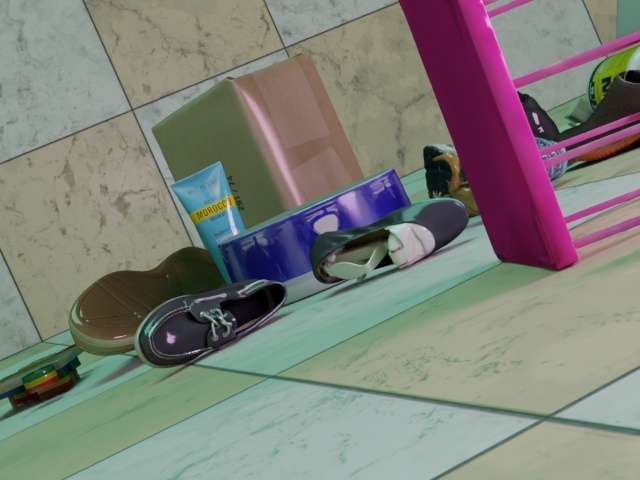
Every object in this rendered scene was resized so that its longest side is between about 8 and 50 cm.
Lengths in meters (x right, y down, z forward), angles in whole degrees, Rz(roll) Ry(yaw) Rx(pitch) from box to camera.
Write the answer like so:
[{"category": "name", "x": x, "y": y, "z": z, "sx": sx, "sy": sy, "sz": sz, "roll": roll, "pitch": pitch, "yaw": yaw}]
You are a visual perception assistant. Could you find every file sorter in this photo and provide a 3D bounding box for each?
[{"category": "file sorter", "x": 0.203, "y": -0.147, "z": 1.041, "sx": 0.182, "sy": 0.290, "sz": 0.202, "roll": -21, "pitch": 3, "yaw": -4}]

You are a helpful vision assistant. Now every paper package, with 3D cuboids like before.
[{"category": "paper package", "x": -0.091, "y": -0.101, "z": 2.021, "sx": 0.168, "sy": 0.324, "sz": 0.309, "roll": -26, "pitch": 3, "yaw": -35}]

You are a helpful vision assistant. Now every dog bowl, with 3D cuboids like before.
[{"category": "dog bowl", "x": 0.000, "y": 0.000, "z": 1.667, "sx": 0.265, "sy": 0.104, "sz": 0.265, "roll": -24, "pitch": 3, "yaw": 2}]

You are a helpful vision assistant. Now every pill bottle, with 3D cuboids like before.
[{"category": "pill bottle", "x": 0.473, "y": -0.223, "z": 1.766, "sx": 0.119, "sy": 0.119, "sz": 0.208, "roll": -24, "pitch": 3, "yaw": -10}]

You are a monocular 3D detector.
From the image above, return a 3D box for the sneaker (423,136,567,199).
[{"category": "sneaker", "x": 0.232, "y": -0.087, "z": 1.666, "sx": 0.122, "sy": 0.110, "sz": 0.283, "roll": -12, "pitch": 7, "yaw": -19}]

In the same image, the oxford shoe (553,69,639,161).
[{"category": "oxford shoe", "x": 0.404, "y": -0.173, "z": 1.626, "sx": 0.097, "sy": 0.098, "sz": 0.271, "roll": -27, "pitch": 4, "yaw": -39}]

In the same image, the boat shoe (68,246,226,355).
[{"category": "boat shoe", "x": -0.240, "y": 0.108, "z": 1.754, "sx": 0.341, "sy": 0.122, "sz": 0.110, "roll": -24, "pitch": -35, "yaw": -59}]

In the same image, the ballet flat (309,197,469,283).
[{"category": "ballet flat", "x": 0.075, "y": 0.009, "z": 1.424, "sx": 0.203, "sy": 0.074, "sz": 0.074, "roll": -15, "pitch": 7, "yaw": 27}]

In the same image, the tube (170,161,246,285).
[{"category": "tube", "x": -0.135, "y": -0.004, "z": 1.775, "sx": 0.080, "sy": 0.207, "sz": 0.052, "roll": -27, "pitch": 3, "yaw": -20}]

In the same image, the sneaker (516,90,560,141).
[{"category": "sneaker", "x": 0.309, "y": -0.164, "z": 1.903, "sx": 0.109, "sy": 0.130, "sz": 0.286, "roll": -26, "pitch": 2, "yaw": -6}]

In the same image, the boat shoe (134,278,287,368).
[{"category": "boat shoe", "x": -0.122, "y": 0.087, "z": 1.418, "sx": 0.206, "sy": 0.075, "sz": 0.065, "roll": -21, "pitch": -3, "yaw": -44}]

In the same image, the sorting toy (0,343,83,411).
[{"category": "sorting toy", "x": -0.406, "y": 0.203, "z": 1.773, "sx": 0.132, "sy": 0.046, "sz": 0.274, "roll": -24, "pitch": 4, "yaw": 4}]

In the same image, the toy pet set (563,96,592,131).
[{"category": "toy pet set", "x": 0.423, "y": -0.174, "z": 2.049, "sx": 0.114, "sy": 0.065, "sz": 0.122, "roll": -59, "pitch": 5, "yaw": -6}]

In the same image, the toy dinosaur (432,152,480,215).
[{"category": "toy dinosaur", "x": 0.191, "y": -0.061, "z": 1.511, "sx": 0.064, "sy": 0.112, "sz": 0.211, "roll": -14, "pitch": -6, "yaw": -18}]

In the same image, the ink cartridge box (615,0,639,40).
[{"category": "ink cartridge box", "x": 0.594, "y": -0.341, "z": 1.733, "sx": 0.306, "sy": 0.131, "sz": 0.226, "roll": 2, "pitch": 3, "yaw": -4}]
